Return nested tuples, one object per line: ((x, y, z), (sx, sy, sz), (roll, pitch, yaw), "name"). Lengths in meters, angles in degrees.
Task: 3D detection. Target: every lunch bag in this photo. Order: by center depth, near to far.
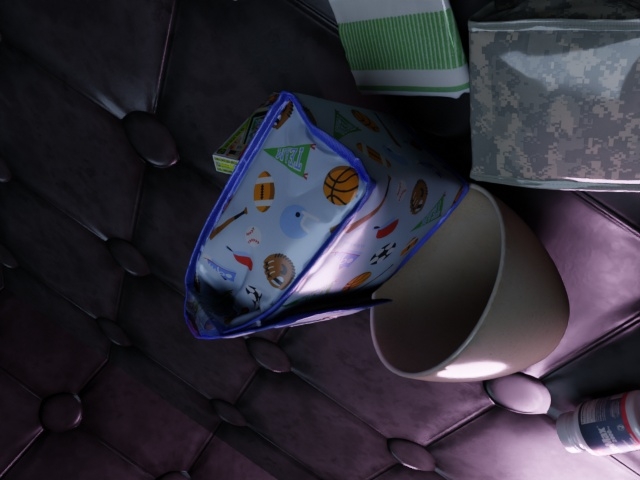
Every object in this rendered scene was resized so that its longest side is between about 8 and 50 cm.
((0.347, -0.193, 0.742), (0.286, 0.169, 0.235), (13, 133, 31), "lunch bag")
((0.000, 0.000, 0.917), (0.239, 0.327, 0.385), (51, 118, 23), "lunch bag")

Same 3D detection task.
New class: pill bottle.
((0.569, 0.368, 1.159), (0.108, 0.108, 0.180), (43, 139, -8), "pill bottle")

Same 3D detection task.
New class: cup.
((0.273, 0.098, 0.992), (0.236, 0.331, 0.331), (22, 144, -23), "cup")

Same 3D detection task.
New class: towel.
((0.084, -0.351, 0.807), (0.247, 0.038, 0.325), (23, 143, 53), "towel")

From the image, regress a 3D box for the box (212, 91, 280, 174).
((-0.082, -0.182, 1.011), (0.114, 0.207, 0.036), (15, 138, 21), "box")
